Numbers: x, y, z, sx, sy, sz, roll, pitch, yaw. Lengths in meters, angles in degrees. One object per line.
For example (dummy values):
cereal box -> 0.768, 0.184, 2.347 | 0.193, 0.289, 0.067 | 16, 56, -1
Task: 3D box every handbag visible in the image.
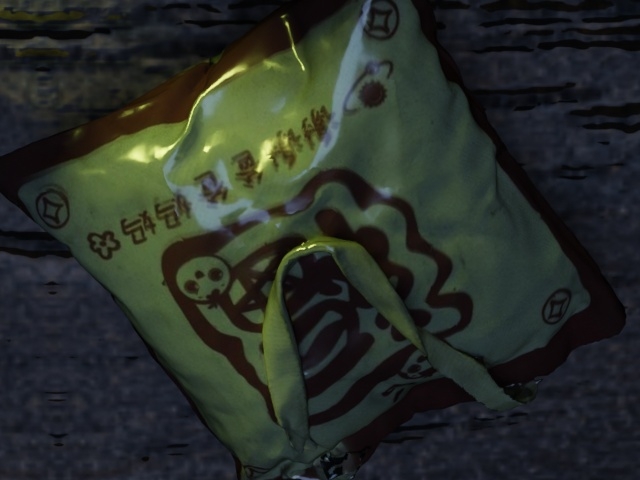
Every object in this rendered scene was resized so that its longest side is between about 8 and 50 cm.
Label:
handbag -> 0.000, 0.000, 0.759 | 0.213, 0.127, 0.235 | -30, 120, 10
